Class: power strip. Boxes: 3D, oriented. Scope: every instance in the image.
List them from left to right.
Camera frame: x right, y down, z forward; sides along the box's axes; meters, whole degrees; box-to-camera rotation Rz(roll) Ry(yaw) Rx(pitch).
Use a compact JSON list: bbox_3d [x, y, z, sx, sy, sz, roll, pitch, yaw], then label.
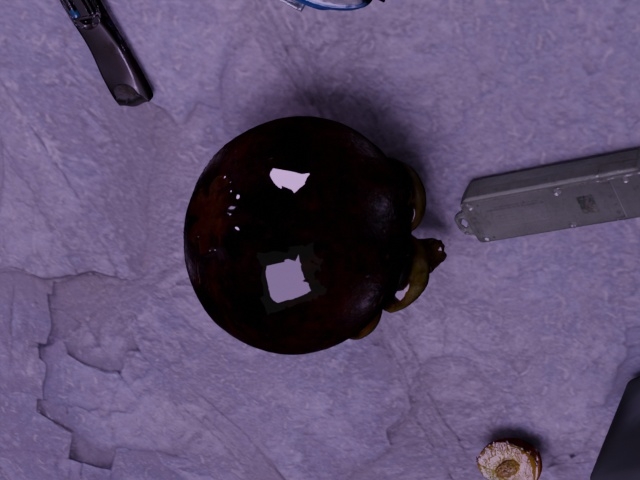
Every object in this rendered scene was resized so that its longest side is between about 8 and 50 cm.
[{"bbox_3d":[0.296,-0.053,1.723,0.272,0.052,0.078,-10,126,32],"label":"power strip"}]

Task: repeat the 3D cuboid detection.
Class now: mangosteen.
[{"bbox_3d":[0.000,0.000,1.754,0.347,0.306,0.307,13,145,-34],"label":"mangosteen"}]

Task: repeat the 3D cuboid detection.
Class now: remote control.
[{"bbox_3d":[-0.283,-0.261,1.796,0.059,0.028,0.212,-7,127,28],"label":"remote control"}]

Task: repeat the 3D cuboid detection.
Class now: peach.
[{"bbox_3d":[0.288,0.329,2.081,0.098,0.061,0.098,7,110,20],"label":"peach"}]

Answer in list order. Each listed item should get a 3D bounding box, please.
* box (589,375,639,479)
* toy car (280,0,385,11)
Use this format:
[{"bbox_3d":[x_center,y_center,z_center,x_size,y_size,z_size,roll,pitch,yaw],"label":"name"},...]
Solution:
[{"bbox_3d":[0.467,0.275,1.834,0.163,0.243,0.135,40,145,-17],"label":"box"},{"bbox_3d":[0.035,-0.383,1.402,0.198,0.166,0.314,26,107,-7],"label":"toy car"}]
